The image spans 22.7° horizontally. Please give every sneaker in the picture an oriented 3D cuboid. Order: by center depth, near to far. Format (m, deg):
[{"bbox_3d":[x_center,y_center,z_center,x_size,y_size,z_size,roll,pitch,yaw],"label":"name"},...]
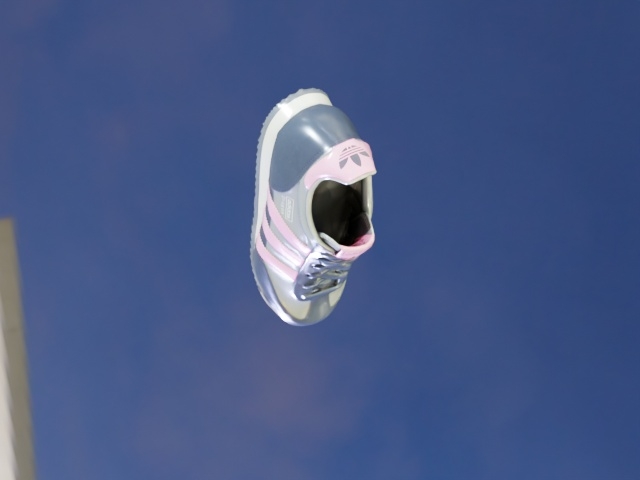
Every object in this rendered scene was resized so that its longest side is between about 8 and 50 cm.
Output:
[{"bbox_3d":[0.000,0.000,1.665,0.131,0.112,0.319,48,-26,36],"label":"sneaker"}]
